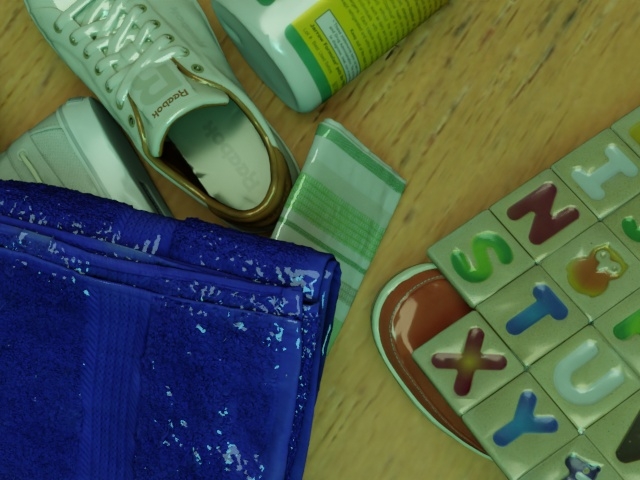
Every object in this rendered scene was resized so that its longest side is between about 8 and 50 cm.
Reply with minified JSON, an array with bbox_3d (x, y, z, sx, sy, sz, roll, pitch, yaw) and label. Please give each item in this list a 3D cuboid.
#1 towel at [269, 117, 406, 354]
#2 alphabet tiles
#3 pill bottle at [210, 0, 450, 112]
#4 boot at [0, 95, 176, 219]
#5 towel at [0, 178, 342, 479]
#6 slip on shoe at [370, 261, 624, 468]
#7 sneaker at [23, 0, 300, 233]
[{"bbox_3d":[0.000,0.000,0.926,0.023,0.113,0.152,19,80,40],"label":"towel"},{"bbox_3d":[0.249,0.046,0.878,0.342,0.011,0.285,-33,64,-12],"label":"alphabet tiles"},{"bbox_3d":[0.032,-0.201,0.951,0.208,0.117,0.117,-40,82,-6],"label":"pill bottle"},{"bbox_3d":[-0.156,0.029,0.934,0.123,0.095,0.258,-33,77,6],"label":"boot"},{"bbox_3d":[-0.150,0.084,0.856,0.308,0.076,0.228,14,107,16],"label":"towel"},{"bbox_3d":[0.176,0.130,0.898,0.331,0.101,0.123,41,84,9],"label":"slip on shoe"},{"bbox_3d":[-0.116,-0.128,0.915,0.106,0.123,0.290,-43,90,2],"label":"sneaker"}]
